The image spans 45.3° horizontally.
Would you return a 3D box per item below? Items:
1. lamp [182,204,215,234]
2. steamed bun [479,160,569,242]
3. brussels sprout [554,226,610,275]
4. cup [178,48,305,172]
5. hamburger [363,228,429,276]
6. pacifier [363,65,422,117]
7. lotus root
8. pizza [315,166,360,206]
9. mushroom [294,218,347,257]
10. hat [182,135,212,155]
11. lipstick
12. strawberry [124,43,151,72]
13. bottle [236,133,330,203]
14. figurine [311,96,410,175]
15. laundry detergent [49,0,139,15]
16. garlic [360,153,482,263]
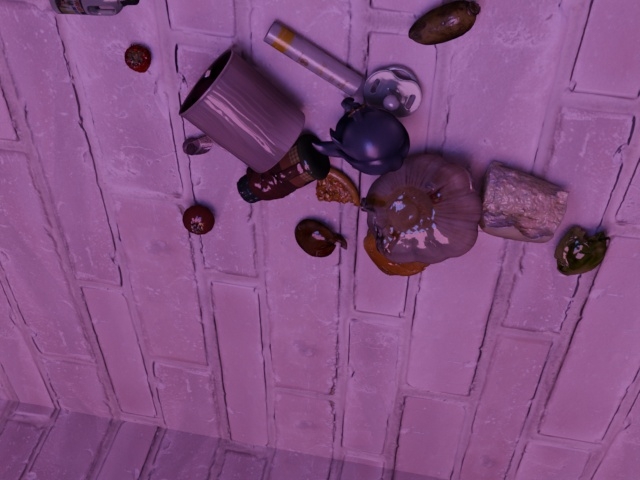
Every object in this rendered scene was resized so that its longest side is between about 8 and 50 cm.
[{"bbox_3d":[-0.376,-0.063,2.365,0.101,0.090,0.101,5,135,5],"label":"lamp"},{"bbox_3d":[0.536,-0.083,2.040,0.225,0.170,0.200,11,130,3],"label":"steamed bun"},{"bbox_3d":[0.737,0.038,2.164,0.139,0.101,0.181,6,127,-18],"label":"brussels sprout"},{"bbox_3d":[-0.221,-0.313,1.987,0.273,0.208,0.288,37,124,-23],"label":"cup"},{"bbox_3d":[0.237,0.012,2.266,0.213,0.108,0.214,11,139,10],"label":"hamburger"},{"bbox_3d":[0.182,-0.361,1.900,0.150,0.117,0.127,29,120,-9],"label":"pacifier"},{"bbox_3d":[0.284,-0.495,1.756,0.179,0.089,0.081,-17,98,37],"label":"lotus root"},{"bbox_3d":[0.033,-0.148,2.204,0.130,0.041,0.178,-16,128,30],"label":"pizza"},{"bbox_3d":[0.000,0.002,2.335,0.170,0.080,0.135,12,146,8],"label":"mushroom"},{"bbox_3d":[-0.354,-0.276,2.191,0.087,0.042,0.058,-28,138,-5],"label":"hat"},{"bbox_3d":[-0.016,-0.449,1.906,0.264,0.059,0.059,30,134,-14],"label":"lipstick"},{"bbox_3d":[-0.476,-0.473,2.013,0.073,0.073,0.083,10,172,6],"label":"strawberry"},{"bbox_3d":[-0.111,-0.191,2.137,0.271,0.143,0.156,-23,163,30],"label":"bottle"},{"bbox_3d":[0.111,-0.256,1.937,0.265,0.175,0.197,21,171,46],"label":"figurine"},{"bbox_3d":[-0.556,-0.604,1.894,0.225,0.070,0.099,5,127,9],"label":"laundry detergent"},{"bbox_3d":[0.276,-0.083,2.046,0.321,0.241,0.322,3,112,7],"label":"garlic"}]
